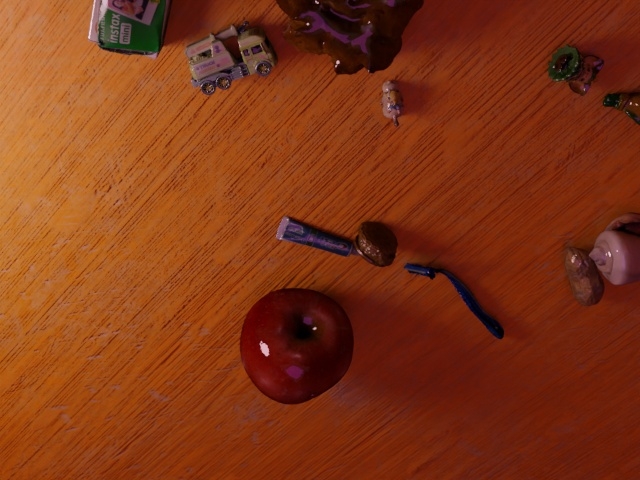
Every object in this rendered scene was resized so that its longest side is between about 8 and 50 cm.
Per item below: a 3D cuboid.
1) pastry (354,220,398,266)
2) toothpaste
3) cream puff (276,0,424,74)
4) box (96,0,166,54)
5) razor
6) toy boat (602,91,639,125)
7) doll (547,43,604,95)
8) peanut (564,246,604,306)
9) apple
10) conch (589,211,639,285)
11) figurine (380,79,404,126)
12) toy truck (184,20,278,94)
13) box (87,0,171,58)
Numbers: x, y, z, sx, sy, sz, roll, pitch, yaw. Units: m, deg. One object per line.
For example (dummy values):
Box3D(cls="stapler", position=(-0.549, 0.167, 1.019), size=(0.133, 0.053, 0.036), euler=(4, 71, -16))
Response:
Box3D(cls="pastry", position=(0.121, 0.009, 1.599), size=(0.109, 0.097, 0.057), euler=(44, 128, 15))
Box3D(cls="toothpaste", position=(0.000, 0.000, 1.625), size=(0.197, 0.035, 0.057), euler=(18, 104, -12))
Box3D(cls="cream puff", position=(0.060, -0.421, 1.302), size=(0.241, 0.154, 0.269), euler=(37, 120, -17))
Box3D(cls="box", position=(-0.297, -0.438, 1.160), size=(0.103, 0.180, 0.250), euler=(3, 124, -19))
Box3D(cls="razor", position=(0.339, 0.135, 1.717), size=(0.324, 0.093, 0.056), euler=(38, 78, -27))
Box3D(cls="toy boat", position=(0.686, -0.249, 1.484), size=(0.230, 0.088, 0.088), euler=(27, 156, -19))
Box3D(cls="doll", position=(0.498, -0.338, 1.434), size=(0.113, 0.077, 0.078), euler=(5, 119, -45))
Box3D(cls="peanut", position=(0.608, 0.085, 1.678), size=(0.080, 0.080, 0.174), euler=(-24, 121, 12))
Box3D(cls="apple", position=(-0.055, 0.241, 1.645), size=(0.261, 0.260, 0.216), euler=(10, 145, -9))
Box3D(cls="conch", position=(0.705, 0.024, 1.636), size=(0.255, 0.158, 0.127), euler=(4, 167, -25))
Box3D(cls="figurine", position=(0.146, -0.273, 1.452), size=(0.047, 0.050, 0.083), euler=(-16, 122, 1))
Box3D(cls="toy truck", position=(-0.173, -0.348, 1.374), size=(0.169, 0.077, 0.100), euler=(-17, 123, 9))
Box3D(cls="box", position=(-0.324, -0.471, 1.288), size=(0.135, 0.079, 0.269), euler=(14, 120, -12))
